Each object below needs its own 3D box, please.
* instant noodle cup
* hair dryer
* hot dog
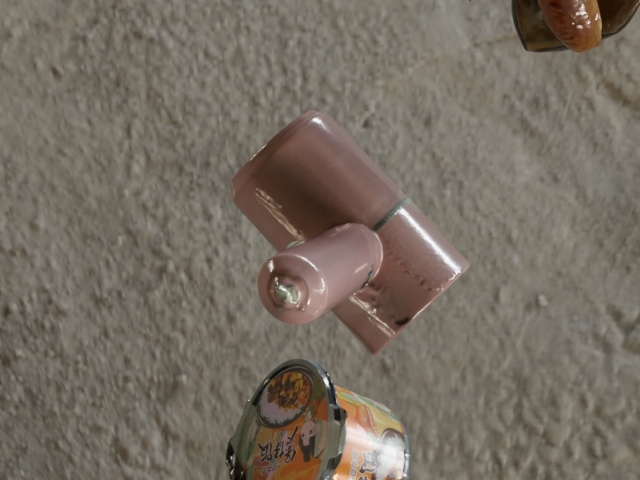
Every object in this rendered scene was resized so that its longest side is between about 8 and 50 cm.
[{"bbox_3d":[0.009,0.218,1.292,0.125,0.208,0.177,21,83,-29],"label":"instant noodle cup"},{"bbox_3d":[0.000,0.000,1.096,0.125,0.352,0.210,-44,86,13],"label":"hair dryer"},{"bbox_3d":[0.243,-0.309,1.184,0.194,0.326,0.107,1,30,24],"label":"hot dog"}]
